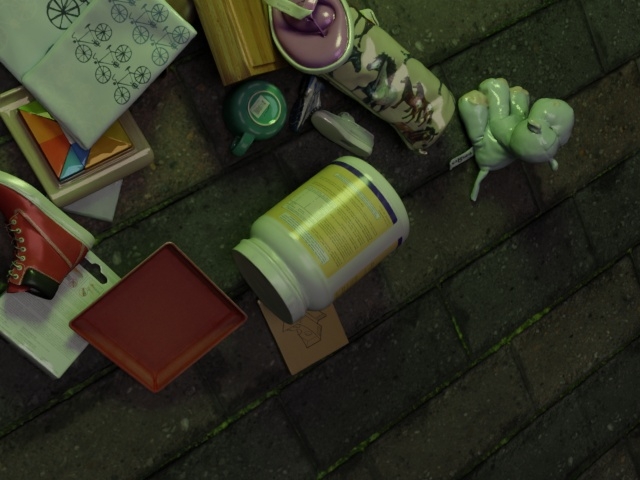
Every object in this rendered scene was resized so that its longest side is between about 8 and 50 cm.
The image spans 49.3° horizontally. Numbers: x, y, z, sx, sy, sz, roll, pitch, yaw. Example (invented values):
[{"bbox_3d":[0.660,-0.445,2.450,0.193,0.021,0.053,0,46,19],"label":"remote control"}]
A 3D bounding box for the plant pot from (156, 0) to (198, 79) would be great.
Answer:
[{"bbox_3d":[-0.327,-0.436,1.370,0.167,0.167,0.165,38,71,-22],"label":"plant pot"}]

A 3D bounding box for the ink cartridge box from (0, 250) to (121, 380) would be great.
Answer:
[{"bbox_3d":[-0.520,0.130,1.388,0.189,0.066,0.232,48,54,-20],"label":"ink cartridge box"}]

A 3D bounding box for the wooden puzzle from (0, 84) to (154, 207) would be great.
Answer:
[{"bbox_3d":[-0.473,-0.214,1.358,0.221,0.044,0.238,-31,99,-22],"label":"wooden puzzle"}]

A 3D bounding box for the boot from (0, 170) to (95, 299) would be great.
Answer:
[{"bbox_3d":[-0.569,-0.004,1.300,0.244,0.088,0.176,42,60,-21],"label":"boot"}]

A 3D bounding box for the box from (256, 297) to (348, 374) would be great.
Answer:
[{"bbox_3d":[-0.040,0.188,1.617,0.164,0.021,0.201,-28,105,-20],"label":"box"}]

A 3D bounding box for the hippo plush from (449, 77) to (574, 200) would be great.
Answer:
[{"bbox_3d":[0.471,-0.277,1.699,0.294,0.236,0.234,-45,110,-15],"label":"hippo plush"}]

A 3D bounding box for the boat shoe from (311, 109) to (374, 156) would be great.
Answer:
[{"bbox_3d":[0.057,-0.259,1.599,0.184,0.066,0.063,27,72,-30],"label":"boat shoe"}]

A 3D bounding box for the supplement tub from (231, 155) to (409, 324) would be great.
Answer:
[{"bbox_3d":[0.000,0.000,1.501,0.331,0.241,0.241,-38,108,-18],"label":"supplement tub"}]

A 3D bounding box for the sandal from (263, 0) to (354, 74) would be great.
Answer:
[{"bbox_3d":[-0.054,-0.518,1.423,0.169,0.102,0.416,-24,66,17],"label":"sandal"}]

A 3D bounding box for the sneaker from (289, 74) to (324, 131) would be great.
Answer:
[{"bbox_3d":[-0.024,-0.304,1.573,0.058,0.052,0.135,22,87,-31],"label":"sneaker"}]

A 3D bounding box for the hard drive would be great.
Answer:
[{"bbox_3d":[-0.475,-0.097,1.395,0.135,0.022,0.094,14,88,-25],"label":"hard drive"}]

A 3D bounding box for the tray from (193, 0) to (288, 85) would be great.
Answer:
[{"bbox_3d":[-0.192,-0.531,1.401,0.410,0.076,0.203,70,24,-12],"label":"tray"}]

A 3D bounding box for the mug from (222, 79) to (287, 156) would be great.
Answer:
[{"bbox_3d":[-0.135,-0.266,1.498,0.130,0.097,0.157,-11,98,-24],"label":"mug"}]

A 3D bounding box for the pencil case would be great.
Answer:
[{"bbox_3d":[0.127,-0.364,1.578,0.410,0.160,0.183,34,95,-23],"label":"pencil case"}]

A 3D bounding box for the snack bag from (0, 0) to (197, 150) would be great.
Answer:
[{"bbox_3d":[-0.444,-0.389,1.260,0.323,0.037,0.342,-40,98,17],"label":"snack bag"}]

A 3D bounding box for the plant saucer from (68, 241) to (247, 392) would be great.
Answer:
[{"bbox_3d":[-0.324,0.153,1.415,0.259,0.047,0.258,-39,123,2],"label":"plant saucer"}]

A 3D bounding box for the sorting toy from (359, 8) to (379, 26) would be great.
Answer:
[{"bbox_3d":[0.106,-0.506,1.629,0.075,0.045,0.083,-43,111,-36],"label":"sorting toy"}]
